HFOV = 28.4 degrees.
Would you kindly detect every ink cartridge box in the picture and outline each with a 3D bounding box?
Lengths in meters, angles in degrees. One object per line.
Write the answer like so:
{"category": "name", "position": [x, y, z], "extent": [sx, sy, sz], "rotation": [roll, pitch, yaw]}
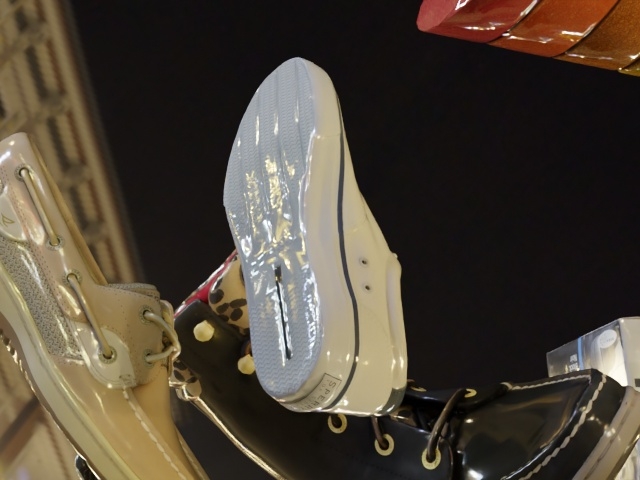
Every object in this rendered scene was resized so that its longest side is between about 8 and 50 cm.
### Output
{"category": "ink cartridge box", "position": [0.295, 0.251, 1.211], "extent": [0.065, 0.333, 0.165], "rotation": [-1, -17, -17]}

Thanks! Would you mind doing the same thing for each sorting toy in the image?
{"category": "sorting toy", "position": [0.134, -0.158, 0.677], "extent": [0.126, 0.365, 0.127], "rotation": [34, -69, -10]}

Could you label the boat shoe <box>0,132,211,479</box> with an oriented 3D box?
{"category": "boat shoe", "position": [-0.142, 0.065, 0.821], "extent": [0.302, 0.098, 0.109], "rotation": [53, -7, 9]}

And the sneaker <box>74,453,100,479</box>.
{"category": "sneaker", "position": [-0.242, 0.280, 1.536], "extent": [0.161, 0.057, 0.075], "rotation": [25, -5, -41]}

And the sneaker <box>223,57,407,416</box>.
{"category": "sneaker", "position": [0.000, 0.000, 0.811], "extent": [0.094, 0.258, 0.091], "rotation": [-30, -41, 35]}

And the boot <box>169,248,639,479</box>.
{"category": "boot", "position": [0.032, 0.113, 0.934], "extent": [0.284, 0.138, 0.377], "rotation": [44, -31, -5]}
